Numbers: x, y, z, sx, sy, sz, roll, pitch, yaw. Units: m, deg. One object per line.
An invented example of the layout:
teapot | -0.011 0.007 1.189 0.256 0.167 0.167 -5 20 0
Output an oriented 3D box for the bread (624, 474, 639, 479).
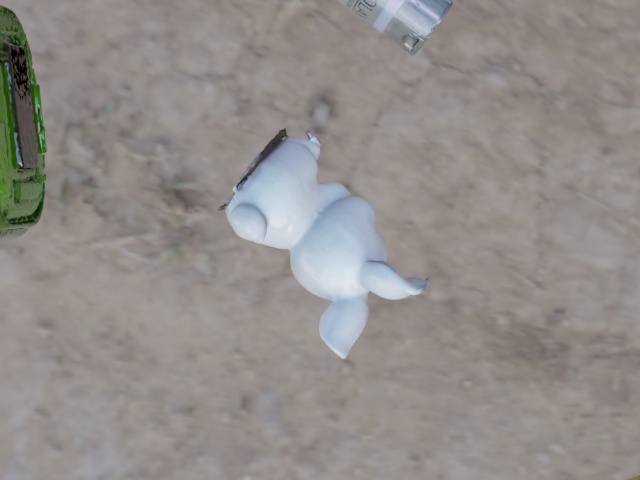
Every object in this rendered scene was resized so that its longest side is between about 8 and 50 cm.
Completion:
bread | 0.111 0.142 0.655 0.073 0.149 0.122 26 110 29

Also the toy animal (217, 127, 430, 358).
toy animal | 0.002 -0.002 1.128 0.124 0.085 0.071 42 111 -2

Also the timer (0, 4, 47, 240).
timer | -0.189 -0.069 1.065 0.047 0.128 0.140 -6 91 6

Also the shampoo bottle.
shampoo bottle | 0.018 -0.268 1.809 0.227 0.086 0.056 36 69 -2
